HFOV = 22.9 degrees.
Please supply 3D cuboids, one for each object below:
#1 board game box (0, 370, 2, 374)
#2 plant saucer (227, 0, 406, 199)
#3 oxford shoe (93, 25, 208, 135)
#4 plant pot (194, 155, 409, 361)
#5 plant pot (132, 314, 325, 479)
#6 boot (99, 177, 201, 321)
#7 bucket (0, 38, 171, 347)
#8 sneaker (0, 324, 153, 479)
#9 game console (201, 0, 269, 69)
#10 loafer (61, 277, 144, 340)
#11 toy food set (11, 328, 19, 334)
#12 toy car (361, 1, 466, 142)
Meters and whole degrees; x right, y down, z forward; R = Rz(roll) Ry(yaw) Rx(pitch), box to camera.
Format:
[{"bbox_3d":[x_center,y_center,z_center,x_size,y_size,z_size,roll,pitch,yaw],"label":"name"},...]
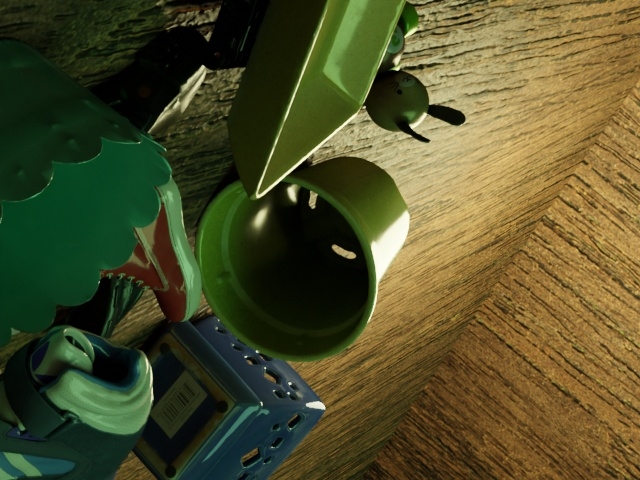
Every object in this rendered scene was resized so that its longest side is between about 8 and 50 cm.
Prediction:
[{"bbox_3d":[-0.436,0.189,1.786,0.146,0.045,0.193,-23,-174,-5],"label":"board game box"},{"bbox_3d":[0.008,-0.248,1.801,0.333,0.081,0.333,-46,161,-57],"label":"plant saucer"},{"bbox_3d":[-0.208,-0.133,1.755,0.227,0.083,0.096,-40,162,-18],"label":"oxford shoe"},{"bbox_3d":[0.000,0.000,2.254,0.276,0.276,0.254,-57,170,30],"label":"plant pot"},{"bbox_3d":[-0.176,0.257,2.408,0.236,0.236,0.212,-50,155,12],"label":"plant pot"},{"bbox_3d":[-0.246,0.039,1.969,0.176,0.088,0.244,-36,138,-25],"label":"boot"},{"bbox_3d":[-0.307,-0.049,1.554,0.281,0.183,0.281,-40,160,-17],"label":"bucket"},{"bbox_3d":[-0.329,0.160,1.589,0.322,0.130,0.236,7,130,-24],"label":"sneaker"},{"bbox_3d":[-0.021,-0.352,1.729,0.213,0.044,0.361,-43,160,-59],"label":"game console"},{"bbox_3d":[-0.311,0.118,2.070,0.223,0.076,0.078,-57,154,15],"label":"loafer"},{"bbox_3d":[-0.383,0.097,1.811,0.111,0.104,0.232,-52,161,15],"label":"toy food set"},{"bbox_3d":[0.101,-0.205,2.106,0.155,0.188,0.149,-31,156,-39],"label":"toy car"}]
